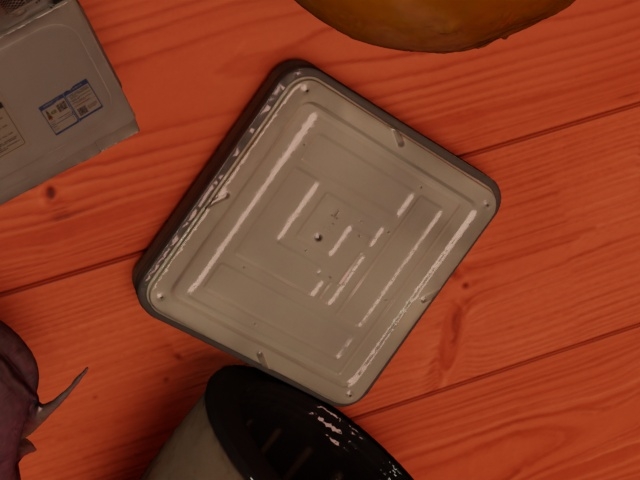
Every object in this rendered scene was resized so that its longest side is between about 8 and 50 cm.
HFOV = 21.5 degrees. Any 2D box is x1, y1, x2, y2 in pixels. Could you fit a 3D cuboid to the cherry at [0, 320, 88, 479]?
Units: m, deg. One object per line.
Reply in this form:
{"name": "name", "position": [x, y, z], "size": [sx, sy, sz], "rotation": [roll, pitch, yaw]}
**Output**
{"name": "cherry", "position": [-0.337, 0.157, 1.417], "size": [0.266, 0.183, 0.213], "rotation": [10, 95, -3]}

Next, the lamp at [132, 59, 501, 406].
{"name": "lamp", "position": [0.000, 0.000, 1.546], "size": [0.269, 0.047, 0.266], "rotation": [29, 101, -30]}

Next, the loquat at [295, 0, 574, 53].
{"name": "loquat", "position": [0.086, -0.304, 1.270], "size": [0.328, 0.328, 0.329], "rotation": [-9, 118, -17]}

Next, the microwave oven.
{"name": "microwave oven", "position": [-0.274, -0.120, 1.329], "size": [0.208, 0.122, 0.162], "rotation": [-29, 132, -6]}

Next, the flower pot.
{"name": "flower pot", "position": [-0.075, 0.330, 1.550], "size": [0.293, 0.293, 0.330], "rotation": [29, 107, -30]}
